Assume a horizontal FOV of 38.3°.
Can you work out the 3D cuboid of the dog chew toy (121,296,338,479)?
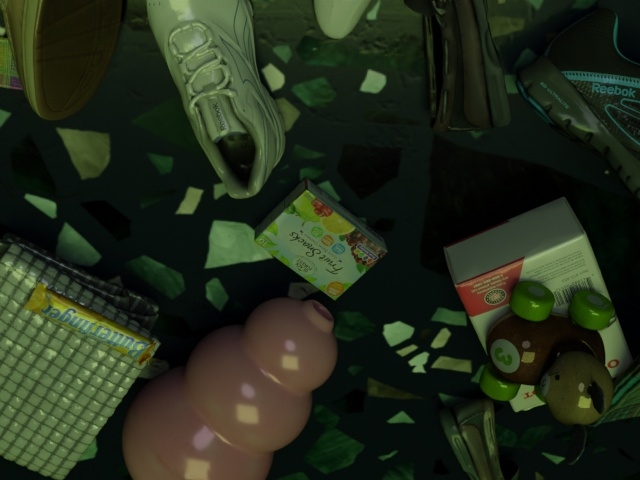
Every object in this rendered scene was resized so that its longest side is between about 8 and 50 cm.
[{"bbox_3d":[-0.107,0.206,1.207,0.206,0.207,0.332,37,104,-23],"label":"dog chew toy"}]

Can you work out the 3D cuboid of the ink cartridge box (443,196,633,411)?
[{"bbox_3d":[0.288,0.089,1.210,0.172,0.100,0.237,-23,120,11],"label":"ink cartridge box"}]

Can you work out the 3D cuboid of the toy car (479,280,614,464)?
[{"bbox_3d":[0.282,0.167,1.086,0.149,0.188,0.155,9,120,-9],"label":"toy car"}]

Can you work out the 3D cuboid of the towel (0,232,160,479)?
[{"bbox_3d":[-0.364,0.147,1.189,0.235,0.121,0.284,31,110,-13],"label":"towel"}]

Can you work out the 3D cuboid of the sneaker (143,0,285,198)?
[{"bbox_3d":[-0.110,-0.180,0.999,0.111,0.129,0.297,-19,120,10],"label":"sneaker"}]

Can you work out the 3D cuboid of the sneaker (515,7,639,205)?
[{"bbox_3d":[0.379,-0.110,1.018,0.341,0.125,0.140,45,101,6],"label":"sneaker"}]

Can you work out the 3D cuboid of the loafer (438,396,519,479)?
[{"bbox_3d":[0.261,0.344,1.375,0.084,0.096,0.267,-26,118,5],"label":"loafer"}]

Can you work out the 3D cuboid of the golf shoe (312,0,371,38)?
[{"bbox_3d":[0.036,-0.294,0.964,0.067,0.086,0.186,11,122,-12],"label":"golf shoe"}]

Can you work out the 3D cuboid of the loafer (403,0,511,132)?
[{"bbox_3d":[0.133,-0.243,0.994,0.095,0.109,0.303,-15,125,10],"label":"loafer"}]

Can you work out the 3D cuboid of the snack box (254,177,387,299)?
[{"bbox_3d":[0.000,0.000,1.171,0.141,0.037,0.100,37,114,-23],"label":"snack box"}]

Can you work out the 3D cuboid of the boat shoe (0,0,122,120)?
[{"bbox_3d":[-0.281,-0.293,0.938,0.110,0.121,0.341,24,121,25],"label":"boat shoe"}]

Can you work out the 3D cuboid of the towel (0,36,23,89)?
[{"bbox_3d":[-0.345,-0.199,1.039,0.083,0.009,0.060,8,120,-10],"label":"towel"}]

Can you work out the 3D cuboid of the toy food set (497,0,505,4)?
[{"bbox_3d":[0.326,-0.358,0.912,0.306,0.092,0.220,-9,134,0],"label":"toy food set"}]

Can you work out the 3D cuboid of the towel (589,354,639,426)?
[{"bbox_3d":[0.517,0.155,1.182,0.271,0.040,0.370,-8,153,-8],"label":"towel"}]

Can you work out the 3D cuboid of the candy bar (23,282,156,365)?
[{"bbox_3d":[-0.270,0.101,1.093,0.161,0.018,0.040,29,108,-10],"label":"candy bar"}]
